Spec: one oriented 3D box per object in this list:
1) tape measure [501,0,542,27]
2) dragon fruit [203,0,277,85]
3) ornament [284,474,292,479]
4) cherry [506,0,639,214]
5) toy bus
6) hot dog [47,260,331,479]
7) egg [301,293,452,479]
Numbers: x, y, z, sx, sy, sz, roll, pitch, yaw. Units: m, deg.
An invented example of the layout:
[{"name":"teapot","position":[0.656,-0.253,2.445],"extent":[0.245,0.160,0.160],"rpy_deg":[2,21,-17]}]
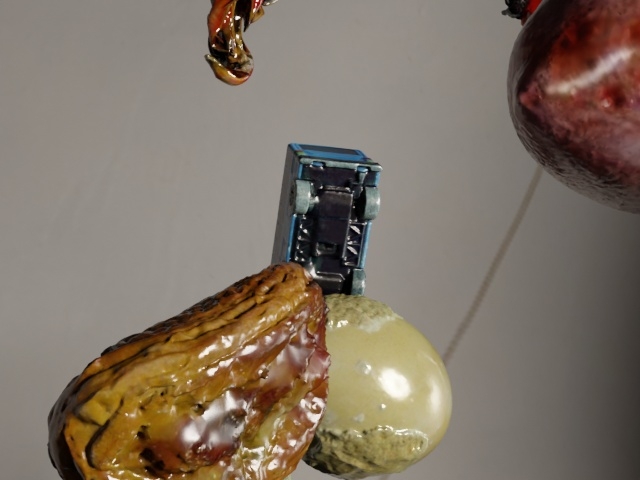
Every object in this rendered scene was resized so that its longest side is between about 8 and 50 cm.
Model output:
[{"name":"tape measure","position":[0.328,-0.266,1.170],"extent":[0.253,0.260,0.114],"rpy_deg":[1,103,31]},{"name":"dragon fruit","position":[-0.044,-0.189,0.818],"extent":[0.094,0.094,0.190],"rpy_deg":[3,53,13]},{"name":"ornament","position":[-0.036,0.272,1.220],"extent":[0.081,0.075,0.156],"rpy_deg":[-15,62,4]},{"name":"cherry","position":[0.216,-0.105,0.779],"extent":[0.250,0.192,0.175],"rpy_deg":[-14,80,-31]},{"name":"toy bus","position":[0.000,0.000,1.244],"extent":[0.090,0.106,0.184],"rpy_deg":[5,106,-14]},{"name":"hot dog","position":[-0.069,0.100,0.814],"extent":[0.099,0.160,0.227],"rpy_deg":[25,43,31]},{"name":"egg","position":[0.026,0.134,1.124],"extent":[0.201,0.164,0.164],"rpy_deg":[27,81,-16]}]
